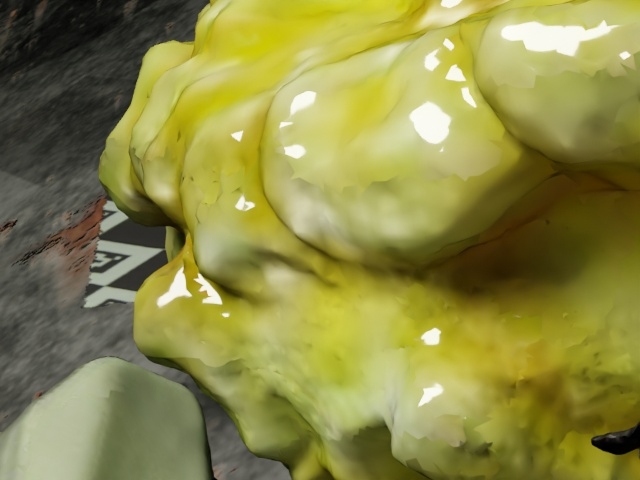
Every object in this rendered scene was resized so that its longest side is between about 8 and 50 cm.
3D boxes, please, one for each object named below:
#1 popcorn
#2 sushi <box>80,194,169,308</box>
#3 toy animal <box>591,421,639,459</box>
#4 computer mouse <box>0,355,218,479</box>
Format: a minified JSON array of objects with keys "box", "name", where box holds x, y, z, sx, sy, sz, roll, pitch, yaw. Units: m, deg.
[{"box":[0.082,-0.005,0.645,0.335,0.279,0.274,13,44,44],"name":"popcorn"},{"box":[0.000,0.000,0.982,0.231,0.047,0.220,-6,22,1],"name":"sushi"},{"box":[0.254,0.069,0.454,0.357,0.194,0.258,-20,7,-4],"name":"toy animal"},{"box":[-0.093,0.221,0.524,0.145,0.228,0.429,-3,38,31],"name":"computer mouse"}]
